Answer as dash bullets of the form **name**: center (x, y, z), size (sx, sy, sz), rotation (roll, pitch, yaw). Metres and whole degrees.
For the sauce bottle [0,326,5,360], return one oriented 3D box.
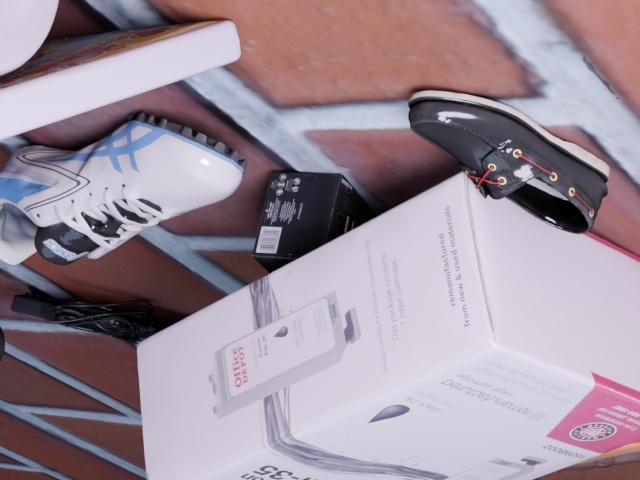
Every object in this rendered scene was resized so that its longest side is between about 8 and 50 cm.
- **sauce bottle**: center (-0.346, 0.039, 1.408), size (0.111, 0.111, 0.344), rotation (11, 160, 11)

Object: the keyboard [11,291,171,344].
- **keyboard**: center (-0.169, 0.064, 1.495), size (0.192, 0.038, 0.100), rotation (13, -175, 2)

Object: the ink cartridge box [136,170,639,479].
- **ink cartridge box**: center (0.053, 0.088, 1.084), size (0.283, 0.117, 0.207), rotation (-28, 146, 35)

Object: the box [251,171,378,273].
- **box**: center (0.000, 0.000, 1.112), size (0.052, 0.062, 0.083), rotation (4, 159, 26)

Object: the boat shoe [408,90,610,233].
- **boat shoe**: center (0.103, -0.044, 0.946), size (0.133, 0.042, 0.049), rotation (25, 160, -26)

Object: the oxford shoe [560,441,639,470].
- **oxford shoe**: center (0.208, 0.106, 1.174), size (0.363, 0.130, 0.132), rotation (-3, 162, 43)

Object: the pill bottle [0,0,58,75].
- **pill bottle**: center (-0.230, -0.127, 0.843), size (0.193, 0.108, 0.108), rotation (-1, 156, 37)

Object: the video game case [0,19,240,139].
- **video game case**: center (-0.189, -0.075, 0.884), size (0.206, 0.026, 0.227), rotation (0, -164, 37)

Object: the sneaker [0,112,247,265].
- **sneaker**: center (-0.134, -0.026, 1.106), size (0.085, 0.086, 0.237), rotation (30, 154, -36)
